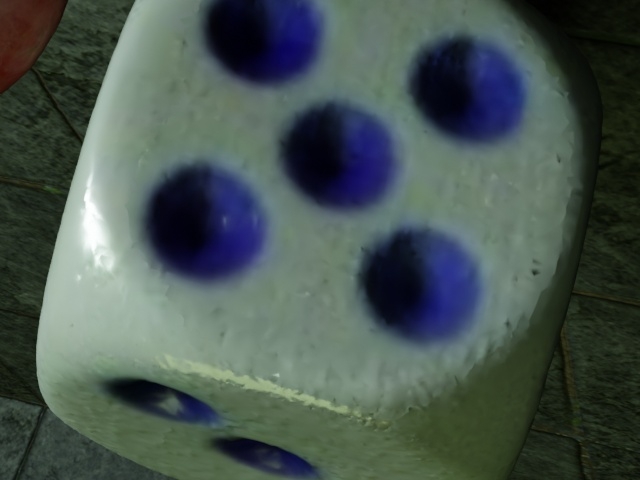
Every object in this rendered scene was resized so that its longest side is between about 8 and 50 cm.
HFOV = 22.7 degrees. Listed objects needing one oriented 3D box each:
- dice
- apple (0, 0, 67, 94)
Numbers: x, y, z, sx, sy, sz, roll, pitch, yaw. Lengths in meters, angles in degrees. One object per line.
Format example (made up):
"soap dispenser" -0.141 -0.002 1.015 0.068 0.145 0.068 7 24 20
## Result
"dice" 0.000 0.000 1.047 0.304 0.304 0.277 15 156 0
"apple" -0.329 -0.228 1.058 0.344 0.345 0.269 23 -165 -13
